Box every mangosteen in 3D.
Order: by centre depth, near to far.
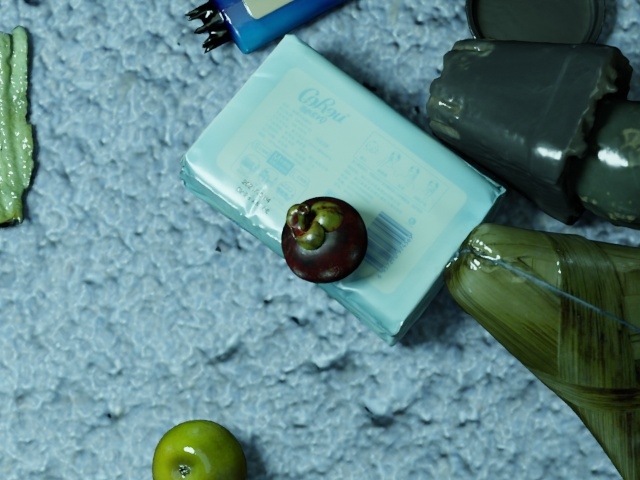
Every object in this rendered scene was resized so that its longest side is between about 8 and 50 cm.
[{"bbox_3d":[0.001,0.000,1.685,0.081,0.081,0.081,-1,77,3],"label":"mangosteen"}]

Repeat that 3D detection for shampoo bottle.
[{"bbox_3d":[-0.045,-0.245,1.845,0.183,0.050,0.087,-29,80,-4],"label":"shampoo bottle"}]

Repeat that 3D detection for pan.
[{"bbox_3d":[0.248,-0.256,1.845,0.235,0.028,0.136,-39,79,-3],"label":"pan"}]

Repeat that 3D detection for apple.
[{"bbox_3d":[-0.113,0.209,1.731,0.090,0.074,0.089,0,90,19],"label":"apple"}]

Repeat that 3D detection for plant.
[{"bbox_3d":[0.228,-0.104,1.747,0.256,0.164,0.142,27,78,17],"label":"plant"}]

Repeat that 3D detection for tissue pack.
[{"bbox_3d":[0.020,-0.048,1.779,0.263,0.089,0.177,37,80,13],"label":"tissue pack"}]

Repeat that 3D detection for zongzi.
[{"bbox_3d":[0.213,0.111,1.703,0.221,0.112,0.242,10,80,-16],"label":"zongzi"}]

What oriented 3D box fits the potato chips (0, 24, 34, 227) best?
[{"bbox_3d":[-0.325,-0.111,1.838,0.092,0.028,0.207,-2,78,0],"label":"potato chips"}]
